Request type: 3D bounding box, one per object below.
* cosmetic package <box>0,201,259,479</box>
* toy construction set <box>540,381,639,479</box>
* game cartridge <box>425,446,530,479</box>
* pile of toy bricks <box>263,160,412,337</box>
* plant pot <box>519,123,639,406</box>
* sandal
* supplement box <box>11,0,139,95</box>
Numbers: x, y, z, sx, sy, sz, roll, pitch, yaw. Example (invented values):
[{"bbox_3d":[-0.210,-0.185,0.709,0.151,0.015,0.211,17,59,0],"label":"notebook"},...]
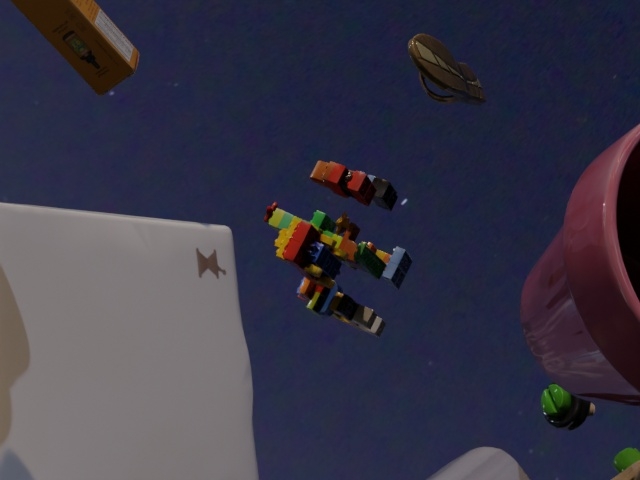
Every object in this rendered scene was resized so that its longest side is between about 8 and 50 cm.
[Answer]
[{"bbox_3d":[-0.318,0.167,0.947,0.393,0.327,0.329,-15,-102,34],"label":"cosmetic package"},{"bbox_3d":[0.393,0.265,0.952,0.309,0.237,0.257,13,-97,64],"label":"toy construction set"},{"bbox_3d":[0.144,0.283,0.579,0.060,0.196,0.294,-33,-102,24],"label":"game cartridge"},{"bbox_3d":[0.000,0.000,0.785,0.105,0.212,0.118,22,-101,25],"label":"pile of toy bricks"},{"bbox_3d":[0.237,0.034,0.633,0.201,0.201,0.180,44,-25,3],"label":"plant pot"},{"bbox_3d":[0.154,-0.201,1.147,0.049,0.180,0.072,-27,-111,26],"label":"sandal"},{"bbox_3d":[-0.385,-0.340,1.416,0.078,0.080,0.233,-30,-60,17],"label":"supplement box"}]
